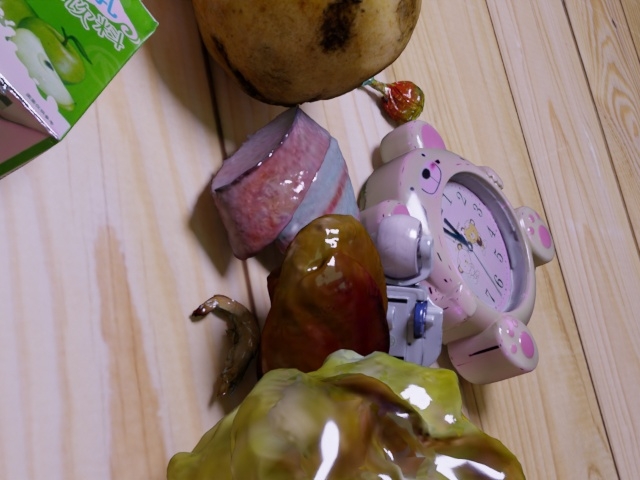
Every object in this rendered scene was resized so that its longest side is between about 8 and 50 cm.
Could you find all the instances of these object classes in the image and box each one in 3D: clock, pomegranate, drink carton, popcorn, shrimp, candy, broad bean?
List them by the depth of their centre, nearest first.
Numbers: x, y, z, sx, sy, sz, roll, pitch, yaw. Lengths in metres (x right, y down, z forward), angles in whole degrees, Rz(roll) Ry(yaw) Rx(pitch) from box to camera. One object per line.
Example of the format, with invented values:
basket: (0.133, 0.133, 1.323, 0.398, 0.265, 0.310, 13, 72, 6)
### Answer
popcorn: (0.009, 0.254, 0.730, 0.312, 0.312, 0.312, 24, 55, -40)
drink carton: (-0.258, -0.172, 0.737, 0.161, 0.108, 0.271, 52, 26, -22)
shrimp: (-0.100, 0.103, 0.891, 0.083, 0.023, 0.114, 43, 39, -22)
broad bean: (-0.002, 0.085, 0.896, 0.156, 0.122, 0.228, -11, 107, -44)
pomegranate: (-0.014, -0.272, 0.985, 0.260, 0.260, 0.260, 24, 55, -40)
clock: (0.181, 0.009, 1.186, 0.309, 0.114, 0.284, 44, 45, -23)
candy: (0.066, -0.226, 1.228, 0.201, 0.060, 0.060, 27, 53, -29)

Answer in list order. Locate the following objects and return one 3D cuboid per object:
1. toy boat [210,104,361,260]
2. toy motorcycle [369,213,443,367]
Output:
toy boat: (0.000, 0.000, 1.006, 0.282, 0.096, 0.206, 57, 47, -24)
toy motorcycle: (0.090, 0.096, 1.020, 0.112, 0.112, 0.254, -3, 98, -49)
